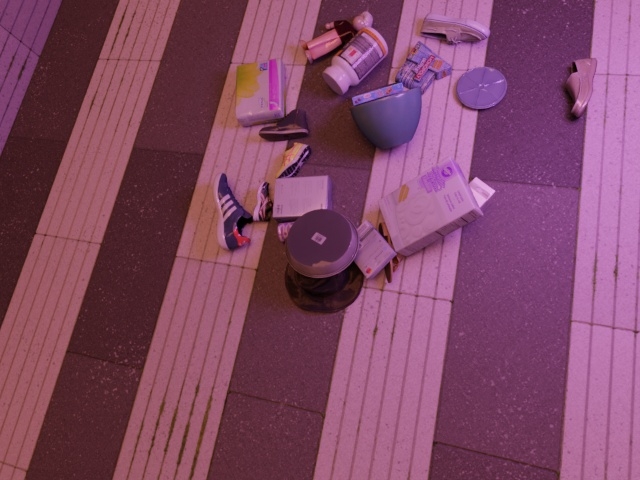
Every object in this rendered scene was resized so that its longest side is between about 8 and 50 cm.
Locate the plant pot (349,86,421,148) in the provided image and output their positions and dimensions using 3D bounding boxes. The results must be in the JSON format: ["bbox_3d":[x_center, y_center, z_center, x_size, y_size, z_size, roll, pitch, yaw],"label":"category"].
[{"bbox_3d":[0.283,-0.484,1.883,0.290,0.290,0.195,-15,105,9],"label":"plant pot"}]

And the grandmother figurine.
[{"bbox_3d":[0.084,-0.940,2.138,0.342,0.104,0.208,-26,78,8],"label":"grandmother figurine"}]

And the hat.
[{"bbox_3d":[0.000,0.125,1.822,0.331,0.134,0.331,-4,72,13],"label":"hat"}]

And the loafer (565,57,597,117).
[{"bbox_3d":[1.005,-0.596,1.810,0.092,0.102,0.268,14,68,19],"label":"loafer"}]

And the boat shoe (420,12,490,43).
[{"bbox_3d":[0.578,-0.902,2.012,0.302,0.109,0.094,27,97,28],"label":"boat shoe"}]

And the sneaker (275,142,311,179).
[{"bbox_3d":[-0.134,-0.343,2.030,0.094,0.081,0.208,33,77,27],"label":"sneaker"}]

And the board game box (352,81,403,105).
[{"bbox_3d":[0.240,-0.627,1.978,0.211,0.160,0.039,-15,108,9],"label":"board game box"}]

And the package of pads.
[{"bbox_3d":[-0.280,-0.684,2.148,0.229,0.101,0.296,-6,72,12],"label":"package of pads"}]

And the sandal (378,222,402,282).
[{"bbox_3d":[0.287,0.042,1.803,0.079,0.088,0.240,-5,75,-10],"label":"sandal"}]

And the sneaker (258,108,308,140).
[{"bbox_3d":[-0.166,-0.517,2.081,0.222,0.083,0.118,-3,76,3],"label":"sneaker"}]

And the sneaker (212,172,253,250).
[{"bbox_3d":[-0.371,-0.133,2.003,0.148,0.131,0.350,-10,77,4],"label":"sneaker"}]

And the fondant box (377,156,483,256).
[{"bbox_3d":[0.400,-0.122,1.737,0.330,0.096,0.238,-32,58,27],"label":"fondant box"}]

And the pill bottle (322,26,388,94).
[{"bbox_3d":[0.150,-0.785,2.040,0.278,0.162,0.162,-45,69,-2],"label":"pill bottle"}]

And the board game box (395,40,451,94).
[{"bbox_3d":[0.454,-0.736,2.004,0.194,0.060,0.194,33,84,21],"label":"board game box"}]

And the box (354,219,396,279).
[{"bbox_3d":[0.185,0.034,1.787,0.145,0.038,0.186,-48,53,15],"label":"box"}]

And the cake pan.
[{"bbox_3d":[0.000,0.000,1.775,0.293,0.054,0.293,-5,61,10],"label":"cake pan"}]

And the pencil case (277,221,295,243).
[{"bbox_3d":[-0.078,-0.037,1.912,0.206,0.086,0.088,-6,109,17],"label":"pencil case"}]

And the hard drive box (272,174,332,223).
[{"bbox_3d":[-0.073,-0.171,1.950,0.232,0.089,0.181,-1,74,14],"label":"hard drive box"}]

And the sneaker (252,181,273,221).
[{"bbox_3d":[-0.237,-0.163,2.009,0.077,0.072,0.178,9,84,4],"label":"sneaker"}]

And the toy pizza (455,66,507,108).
[{"bbox_3d":[0.668,-0.633,1.935,0.201,0.032,0.201,-4,72,13],"label":"toy pizza"}]

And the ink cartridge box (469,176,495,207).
[{"bbox_3d":[0.589,-0.162,1.754,0.092,0.143,0.090,42,87,21],"label":"ink cartridge box"}]
